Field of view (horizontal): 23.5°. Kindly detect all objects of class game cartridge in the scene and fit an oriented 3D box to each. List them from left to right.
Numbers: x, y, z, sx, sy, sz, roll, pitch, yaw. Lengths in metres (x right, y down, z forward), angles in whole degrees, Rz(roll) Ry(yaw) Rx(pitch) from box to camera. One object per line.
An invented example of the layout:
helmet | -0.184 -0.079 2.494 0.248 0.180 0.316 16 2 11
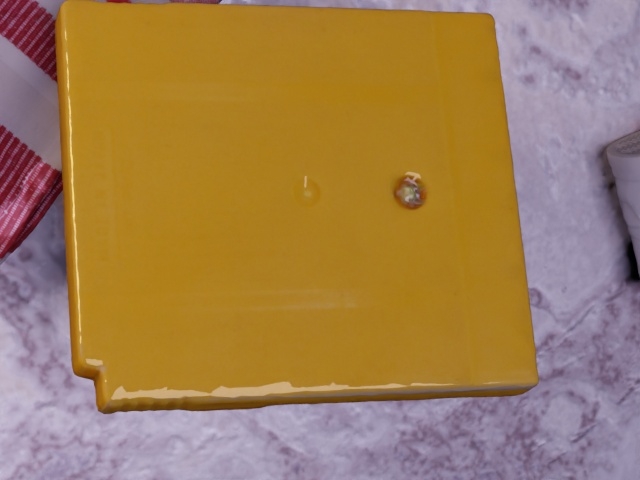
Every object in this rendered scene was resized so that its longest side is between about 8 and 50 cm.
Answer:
game cartridge | -0.017 -0.026 1.074 0.324 0.052 0.285 -1 75 -16

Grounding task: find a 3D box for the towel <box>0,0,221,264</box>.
towel | -0.222 -0.141 1.079 0.329 0.037 0.237 -50 134 -1

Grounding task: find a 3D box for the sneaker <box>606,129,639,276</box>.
sneaker | 0.403 -0.041 1.368 0.293 0.108 0.169 -16 107 -8
